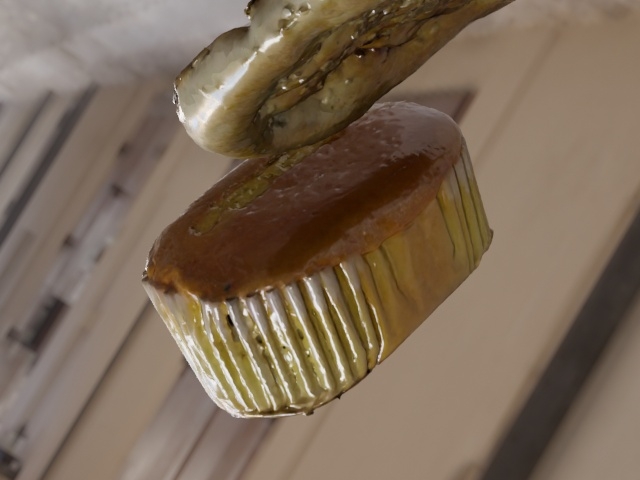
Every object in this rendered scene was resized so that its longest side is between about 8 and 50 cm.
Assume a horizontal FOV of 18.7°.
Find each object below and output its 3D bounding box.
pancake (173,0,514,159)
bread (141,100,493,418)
[{"bbox_3d":[0.075,-0.181,1.323,0.071,0.382,0.382,57,179,7],"label":"pancake"},{"bbox_3d":[0.000,0.000,1.551,0.204,0.288,0.156,16,136,52],"label":"bread"}]
